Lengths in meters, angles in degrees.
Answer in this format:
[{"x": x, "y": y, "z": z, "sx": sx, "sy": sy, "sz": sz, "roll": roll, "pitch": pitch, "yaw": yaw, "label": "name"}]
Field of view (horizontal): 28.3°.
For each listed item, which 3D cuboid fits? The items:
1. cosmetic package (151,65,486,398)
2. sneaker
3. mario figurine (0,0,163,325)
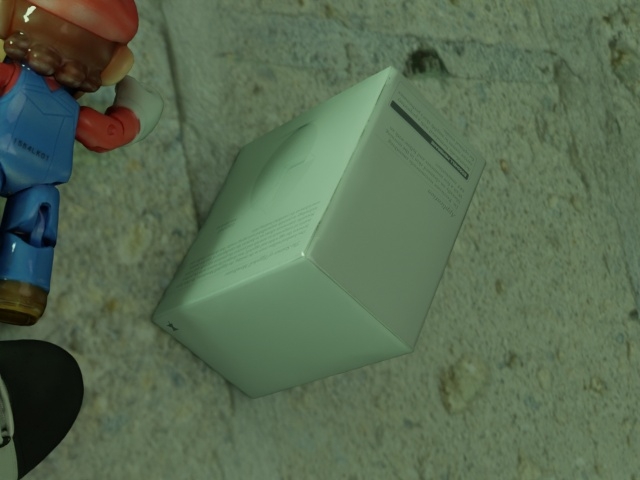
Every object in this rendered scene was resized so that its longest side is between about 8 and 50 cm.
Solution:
[{"x": 0.000, "y": 0.000, "z": 1.137, "sx": 0.138, "sy": 0.224, "sz": 0.225, "roll": 43, "pitch": 52, "yaw": -21, "label": "cosmetic package"}, {"x": -0.285, "y": 0.143, "z": 0.896, "sx": 0.330, "sy": 0.146, "sz": 0.122, "roll": -20, "pitch": 87, "yaw": -45, "label": "sneaker"}, {"x": -0.249, "y": -0.095, "z": 1.055, "sx": 0.198, "sy": 0.170, "sz": 0.320, "roll": 56, "pitch": 47, "yaw": -63, "label": "mario figurine"}]
